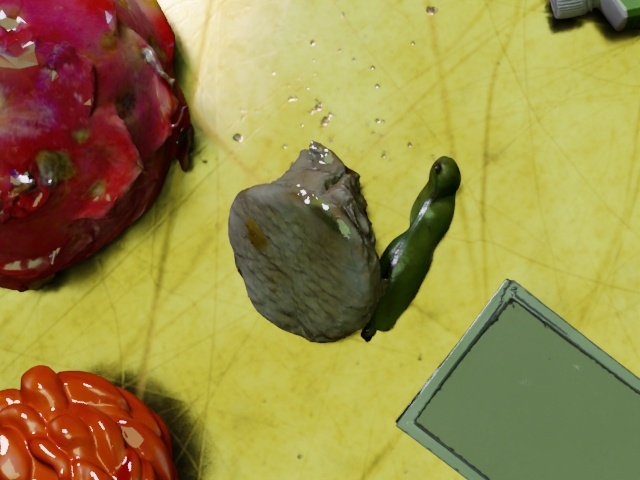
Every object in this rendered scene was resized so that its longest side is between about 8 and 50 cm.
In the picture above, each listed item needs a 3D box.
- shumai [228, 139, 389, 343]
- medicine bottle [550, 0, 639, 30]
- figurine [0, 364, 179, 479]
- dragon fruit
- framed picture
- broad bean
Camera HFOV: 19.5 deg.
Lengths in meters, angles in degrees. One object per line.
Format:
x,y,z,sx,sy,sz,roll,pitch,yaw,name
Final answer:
0.000,0.000,1.923,0.201,0.201,0.120,50,50,5,shumai
0.329,-0.288,1.928,0.189,0.088,0.132,-10,86,2,medicine bottle
-0.297,0.331,1.849,0.412,0.241,0.306,-44,83,-5,figurine
-0.310,-0.141,1.867,0.386,0.249,0.370,4,82,-9,dragon fruit
0.236,0.191,1.940,0.252,0.014,0.197,38,89,5,framed picture
0.094,0.012,1.939,0.048,0.070,0.213,25,98,22,broad bean
